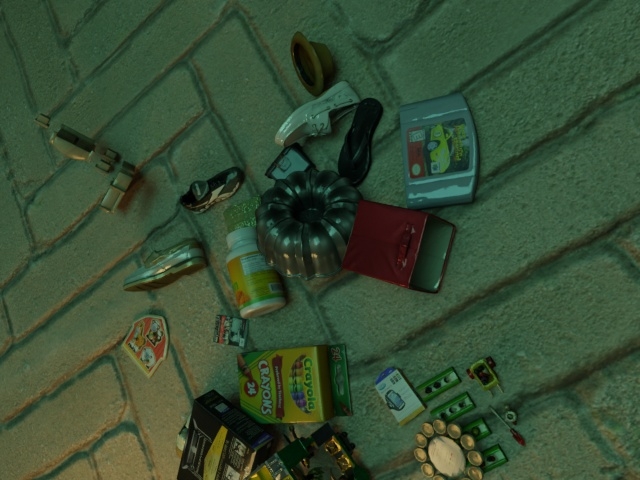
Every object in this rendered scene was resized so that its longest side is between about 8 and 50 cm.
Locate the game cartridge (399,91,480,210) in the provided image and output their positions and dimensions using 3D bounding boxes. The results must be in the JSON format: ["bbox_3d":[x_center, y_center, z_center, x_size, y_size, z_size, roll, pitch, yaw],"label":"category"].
[{"bbox_3d":[0.313,-0.234,1.357,0.195,0.060,0.295,-7,80,22],"label":"game cartridge"}]

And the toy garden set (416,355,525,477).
[{"bbox_3d":[0.372,0.416,1.238,0.203,0.049,0.244,-36,69,18],"label":"toy garden set"}]

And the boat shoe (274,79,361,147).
[{"bbox_3d":[-0.003,-0.343,1.471,0.277,0.098,0.096,-38,79,-6],"label":"boat shoe"}]

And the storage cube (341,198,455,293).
[{"bbox_3d":[0.197,0.017,1.295,0.193,0.215,0.184,15,91,34],"label":"storage cube"}]

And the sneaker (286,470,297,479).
[{"bbox_3d":[-0.090,0.770,1.390,0.153,0.101,0.269,-21,77,20],"label":"sneaker"}]

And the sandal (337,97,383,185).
[{"bbox_3d":[0.103,-0.282,1.465,0.097,0.054,0.255,12,89,28],"label":"sandal"}]

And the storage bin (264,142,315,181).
[{"bbox_3d":[-0.086,-0.213,1.535,0.091,0.098,0.135,44,103,14],"label":"storage bin"}]

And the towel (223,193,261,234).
[{"bbox_3d":[-0.234,-0.070,1.621,0.148,0.027,0.110,-23,74,21],"label":"towel"}]

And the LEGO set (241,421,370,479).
[{"bbox_3d":[-0.048,0.613,1.282,0.192,0.331,0.255,-45,79,23],"label":"LEGO set"}]

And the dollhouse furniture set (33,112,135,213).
[{"bbox_3d":[-0.838,-0.252,1.759,0.174,0.355,0.303,-59,25,7],"label":"dollhouse furniture set"}]

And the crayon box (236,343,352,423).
[{"bbox_3d":[-0.079,0.400,1.449,0.318,0.081,0.202,-12,78,24],"label":"crayon box"}]

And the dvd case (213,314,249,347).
[{"bbox_3d":[-0.277,0.280,1.603,0.119,0.013,0.087,3,85,28],"label":"dvd case"}]

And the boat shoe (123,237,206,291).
[{"bbox_3d":[-0.516,0.083,1.702,0.302,0.113,0.103,-21,73,12],"label":"boat shoe"}]

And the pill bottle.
[{"bbox_3d":[-0.198,0.091,1.519,0.136,0.136,0.246,-25,72,22],"label":"pill bottle"}]

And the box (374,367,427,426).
[{"bbox_3d":[0.203,0.398,1.339,0.081,0.028,0.136,-42,65,16],"label":"box"}]

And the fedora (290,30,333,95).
[{"bbox_3d":[-0.017,-0.527,1.526,0.079,0.194,0.194,-24,68,-17],"label":"fedora"}]

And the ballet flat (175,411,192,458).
[{"bbox_3d":[-0.399,0.576,1.589,0.080,0.073,0.232,32,98,27],"label":"ballet flat"}]

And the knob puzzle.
[{"bbox_3d":[-0.581,0.334,1.738,0.213,0.030,0.213,-4,81,26],"label":"knob puzzle"}]

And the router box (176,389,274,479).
[{"bbox_3d":[-0.277,0.620,1.470,0.242,0.081,0.309,28,114,27],"label":"router box"}]

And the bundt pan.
[{"bbox_3d":[-0.028,-0.065,1.381,0.330,0.124,0.331,-5,55,7],"label":"bundt pan"}]

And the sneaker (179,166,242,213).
[{"bbox_3d":[-0.354,-0.162,1.649,0.234,0.106,0.078,-31,71,20],"label":"sneaker"}]

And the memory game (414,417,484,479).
[{"bbox_3d":[0.306,0.520,1.247,0.186,0.012,0.186,7,101,40],"label":"memory game"}]
